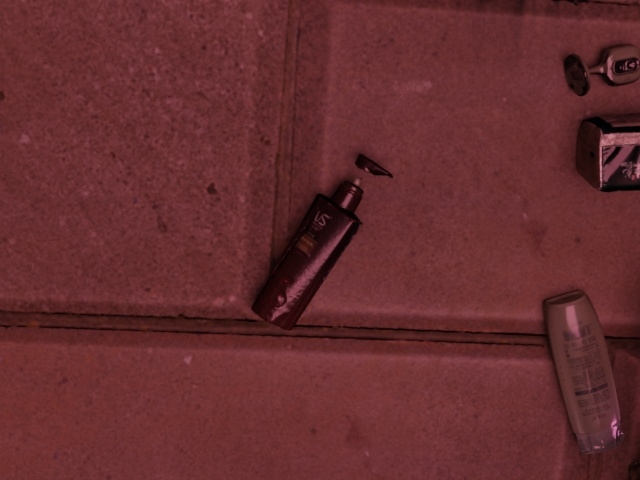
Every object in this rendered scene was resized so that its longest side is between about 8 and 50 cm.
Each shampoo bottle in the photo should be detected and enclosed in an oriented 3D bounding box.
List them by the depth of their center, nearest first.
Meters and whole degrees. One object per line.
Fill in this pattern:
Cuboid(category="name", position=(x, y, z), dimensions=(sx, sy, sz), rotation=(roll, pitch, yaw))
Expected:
Cuboid(category="shampoo bottle", position=(0.001, 0.001, 1.505), dimensions=(0.068, 0.067, 0.236), rotation=(31, 98, -2))
Cuboid(category="shampoo bottle", position=(0.343, 0.174, 1.588), dimensions=(0.072, 0.049, 0.212), rotation=(-15, 103, -6))

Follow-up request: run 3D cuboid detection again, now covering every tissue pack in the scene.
Cuboid(category="tissue pack", position=(0.411, -0.111, 1.505), dimensions=(0.170, 0.103, 0.091), rotation=(-1, 106, -5))

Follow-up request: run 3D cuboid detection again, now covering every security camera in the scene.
Cuboid(category="security camera", position=(0.356, -0.215, 1.507), dimensions=(0.092, 0.058, 0.058), rotation=(-18, 104, -10))

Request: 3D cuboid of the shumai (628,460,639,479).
Cuboid(category="shumai", position=(0.542, 0.269, 1.439), dimensions=(0.395, 0.395, 0.348), rotation=(36, 83, -12))
